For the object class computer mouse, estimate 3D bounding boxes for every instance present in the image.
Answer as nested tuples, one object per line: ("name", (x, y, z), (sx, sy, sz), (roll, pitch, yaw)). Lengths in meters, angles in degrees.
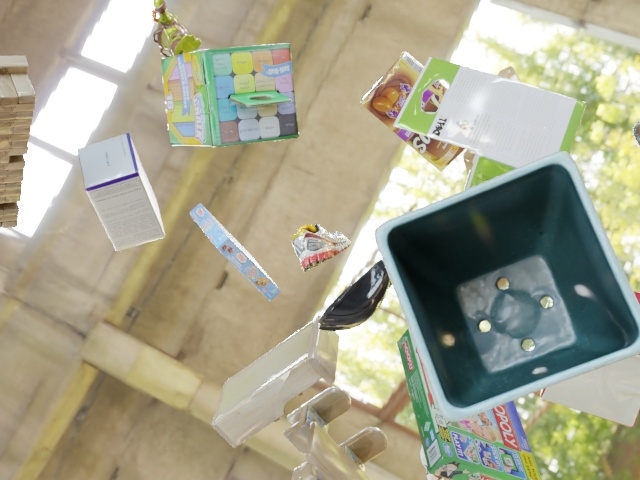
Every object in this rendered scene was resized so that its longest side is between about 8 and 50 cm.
("computer mouse", (0.110, 0.065, 1.716), (0.262, 0.060, 0.184), (-39, -13, -36))

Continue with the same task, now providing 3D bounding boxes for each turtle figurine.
("turtle figurine", (-0.291, -0.414, 1.961), (0.087, 0.217, 0.269), (-25, -47, -9))

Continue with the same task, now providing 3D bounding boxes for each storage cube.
("storage cube", (0.556, 0.214, 1.920), (0.193, 0.215, 0.183), (-57, -20, -51))

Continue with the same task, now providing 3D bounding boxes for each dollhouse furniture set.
("dollhouse furniture set", (0.020, 0.389, 1.944), (0.256, 0.394, 0.362), (-36, 16, 18))

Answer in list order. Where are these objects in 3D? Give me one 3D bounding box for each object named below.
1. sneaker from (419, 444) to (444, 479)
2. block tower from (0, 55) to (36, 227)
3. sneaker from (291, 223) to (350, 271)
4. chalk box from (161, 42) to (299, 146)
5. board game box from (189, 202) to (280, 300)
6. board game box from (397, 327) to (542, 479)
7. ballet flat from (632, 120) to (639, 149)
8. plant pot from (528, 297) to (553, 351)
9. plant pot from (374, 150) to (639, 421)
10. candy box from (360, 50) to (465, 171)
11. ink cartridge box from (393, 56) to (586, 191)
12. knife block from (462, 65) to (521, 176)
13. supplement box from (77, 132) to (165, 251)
("sneaker", (0.219, 0.425, 1.835), (0.040, 0.044, 0.109), (-67, -37, -51))
("block tower", (-0.569, -0.163, 1.724), (0.091, 0.097, 0.335), (-7, -40, -29))
("sneaker", (0.000, 0.000, 2.172), (0.088, 0.092, 0.225), (-29, -2, 16))
("chalk box", (-0.116, -0.198, 1.342), (0.132, 0.213, 0.132), (-10, -81, -28))
("board game box", (-0.187, 0.026, 2.151), (0.039, 0.160, 0.211), (-43, -48, -1))
("board game box", (0.258, 0.303, 1.733), (0.046, 0.214, 0.317), (-57, 24, 28))
("ballet flat", (0.811, -0.123, 1.939), (0.182, 0.483, 0.164), (109, 162, -48))
("plant pot", (0.614, 0.235, 2.301), (0.228, 0.207, 0.227), (46, -114, -81))
("plant pot", (0.238, 0.075, 1.229), (0.248, 0.247, 0.252), (-22, -16, 7))
("candy box", (0.174, -0.217, 1.665), (0.109, 0.187, 0.053), (-46, 9, 34))
("ink cartridge box", (0.255, -0.162, 1.510), (0.097, 0.255, 0.188), (96, -163, -50))
("knife block", (0.392, -0.153, 1.761), (0.275, 0.242, 0.088), (-66, -21, -14))
("supplement box", (-0.399, -0.093, 1.985), (0.114, 0.111, 0.220), (-18, -36, -3))
